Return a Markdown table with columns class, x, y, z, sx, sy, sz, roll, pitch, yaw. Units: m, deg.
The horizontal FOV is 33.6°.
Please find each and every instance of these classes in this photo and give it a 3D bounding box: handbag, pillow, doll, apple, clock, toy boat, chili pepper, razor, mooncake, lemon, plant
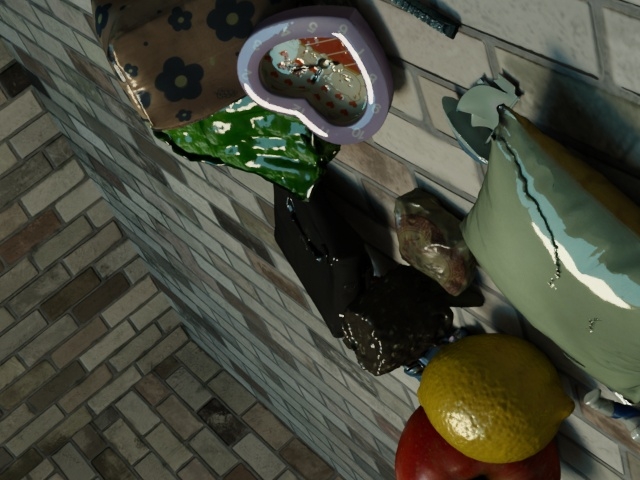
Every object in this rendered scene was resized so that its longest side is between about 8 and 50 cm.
| class | x | y | z | sx | sy | sz | roll | pitch | yaw |
| --- | --- | --- | --- | --- | --- | --- | --- | --- | --- |
| handbag | -0.163 | -0.287 | 1.387 | 0.193 | 0.251 | 0.190 | 58 | 174 | 44 |
| pillow | 0.276 | 0.029 | 1.130 | 0.312 | 0.119 | 0.310 | 44 | 167 | 14 |
| doll | 0.408 | 0.221 | 1.284 | 0.227 | 0.057 | 0.114 | 39 | -154 | -13 |
| apple | 0.246 | 0.356 | 1.697 | 0.260 | 0.260 | 0.216 | 53 | -172 | -9 |
| clock | 0.005 | -0.219 | 1.307 | 0.198 | 0.064 | 0.172 | 26 | 130 | -6 |
| toy boat | 0.190 | 0.180 | 1.732 | 0.097 | 0.100 | 0.223 | 40 | 162 | -4 |
| handbag | 0.000 | 0.000 | 1.764 | 0.244 | 0.088 | 0.275 | 87 | 159 | -50 |
| chili pepper | -0.080 | -0.184 | 1.548 | 0.385 | 0.167 | 0.213 | 12 | 156 | 46 |
| toy boat | 0.174 | -0.139 | 1.180 | 0.105 | 0.034 | 0.149 | 39 | 161 | 29 |
| razor | 0.078 | -0.272 | 1.163 | 0.190 | 0.033 | 0.066 | 37 | 118 | 28 |
| mooncake | 0.159 | 0.004 | 1.472 | 0.130 | 0.073 | 0.125 | 36 | 157 | 36 |
| lemon | 0.244 | 0.222 | 1.511 | 0.244 | 0.187 | 0.187 | 3 | 135 | 39 |
| plant | 0.131 | 0.103 | 1.556 | 0.142 | 0.203 | 0.131 | 51 | 157 | 29 |

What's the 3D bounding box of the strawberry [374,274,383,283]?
| class | x | y | z | sx | sy | sz | roll | pitch | yaw |
| --- | --- | --- | --- | --- | --- | --- | --- | --- | --- |
| strawberry | 0.116 | 0.121 | 1.819 | 0.140 | 0.085 | 0.192 | -126 | 29 | -51 |
